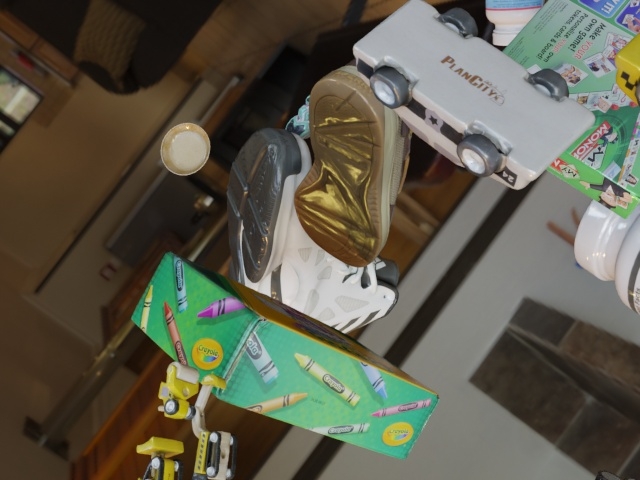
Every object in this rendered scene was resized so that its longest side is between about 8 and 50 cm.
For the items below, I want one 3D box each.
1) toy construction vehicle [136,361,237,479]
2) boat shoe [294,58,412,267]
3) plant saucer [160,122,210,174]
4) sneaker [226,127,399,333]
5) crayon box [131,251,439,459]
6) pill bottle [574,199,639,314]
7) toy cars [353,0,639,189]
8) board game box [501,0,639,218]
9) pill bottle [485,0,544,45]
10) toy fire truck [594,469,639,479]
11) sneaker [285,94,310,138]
[{"bbox_3d":[-0.099,0.141,0.623,0.035,0.098,0.086,-9,160,31],"label":"toy construction vehicle"},{"bbox_3d":[0.053,-0.090,0.977,0.123,0.123,0.342,32,153,18],"label":"boat shoe"},{"bbox_3d":[-0.209,-0.142,1.361,0.083,0.083,0.015,36,-176,17],"label":"plant saucer"},{"bbox_3d":[0.000,0.000,1.316,0.447,0.258,0.169,100,154,-47],"label":"sneaker"},{"bbox_3d":[-0.029,0.119,0.861,0.278,0.081,0.165,30,179,-43],"label":"crayon box"},{"bbox_3d":[0.564,0.047,1.250,0.363,0.210,0.210,38,179,44],"label":"pill bottle"},{"bbox_3d":[0.221,-0.102,0.698,0.394,0.176,0.087,3,149,4],"label":"toy cars"},{"bbox_3d":[0.332,-0.196,0.973,0.213,0.317,0.046,36,155,15],"label":"board game box"},{"bbox_3d":[0.291,-0.377,1.297,0.087,0.160,0.087,-3,-162,1],"label":"pill bottle"},{"bbox_3d":[0.656,0.561,1.691,0.217,0.158,0.246,17,-166,-11],"label":"toy fire truck"},{"bbox_3d":[-0.001,-0.180,1.224,0.038,0.098,0.069,54,-157,11],"label":"sneaker"}]
